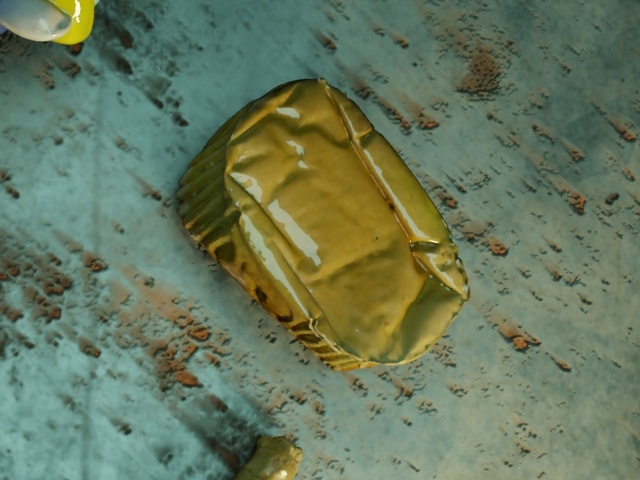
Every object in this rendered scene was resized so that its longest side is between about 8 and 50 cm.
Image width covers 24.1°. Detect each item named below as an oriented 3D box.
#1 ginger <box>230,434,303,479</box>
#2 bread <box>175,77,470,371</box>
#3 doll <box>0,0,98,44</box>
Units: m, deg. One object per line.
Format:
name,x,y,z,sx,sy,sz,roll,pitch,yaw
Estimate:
ginger,-0.061,0.263,1.417,0.096,0.067,0.165,36,72,12
bread,0.000,0.000,1.434,0.288,0.156,0.204,47,64,-4
doll,-0.398,-0.191,1.294,0.366,0.187,0.376,-32,72,-31
